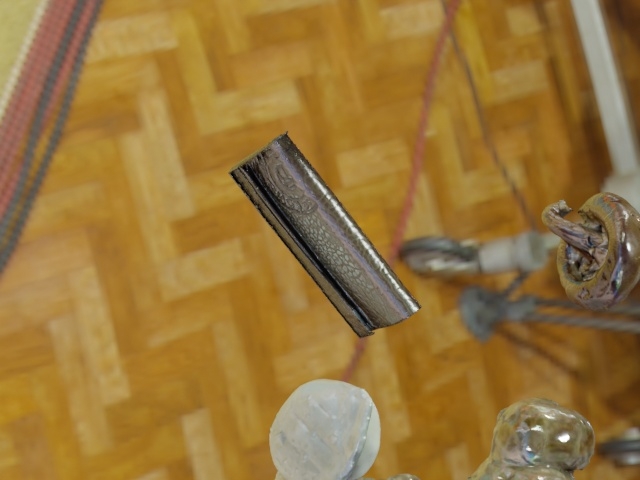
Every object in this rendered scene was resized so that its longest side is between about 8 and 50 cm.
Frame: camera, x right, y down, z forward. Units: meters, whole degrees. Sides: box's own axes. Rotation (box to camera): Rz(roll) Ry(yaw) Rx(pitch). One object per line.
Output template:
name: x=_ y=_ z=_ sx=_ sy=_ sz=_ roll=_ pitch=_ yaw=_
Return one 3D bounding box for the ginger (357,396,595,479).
ginger: x=0.173 y=0.307 z=1.826 sx=0.245 sy=0.304 sz=0.155 roll=58 pitch=5 yaw=10

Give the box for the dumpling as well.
dumpling: x=0.006 y=0.240 z=2.044 sx=0.092 sy=0.176 sz=0.150 roll=31 pitch=52 yaw=-51

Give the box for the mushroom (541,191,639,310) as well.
mushroom: x=0.319 y=0.005 z=2.050 sx=0.080 sy=0.135 sz=0.170 roll=10 pitch=30 yaw=-39

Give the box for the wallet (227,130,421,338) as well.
wallet: x=0.000 y=0.000 z=1.936 sx=0.039 sy=0.133 sz=0.243 roll=-40 pitch=97 yaw=-29
